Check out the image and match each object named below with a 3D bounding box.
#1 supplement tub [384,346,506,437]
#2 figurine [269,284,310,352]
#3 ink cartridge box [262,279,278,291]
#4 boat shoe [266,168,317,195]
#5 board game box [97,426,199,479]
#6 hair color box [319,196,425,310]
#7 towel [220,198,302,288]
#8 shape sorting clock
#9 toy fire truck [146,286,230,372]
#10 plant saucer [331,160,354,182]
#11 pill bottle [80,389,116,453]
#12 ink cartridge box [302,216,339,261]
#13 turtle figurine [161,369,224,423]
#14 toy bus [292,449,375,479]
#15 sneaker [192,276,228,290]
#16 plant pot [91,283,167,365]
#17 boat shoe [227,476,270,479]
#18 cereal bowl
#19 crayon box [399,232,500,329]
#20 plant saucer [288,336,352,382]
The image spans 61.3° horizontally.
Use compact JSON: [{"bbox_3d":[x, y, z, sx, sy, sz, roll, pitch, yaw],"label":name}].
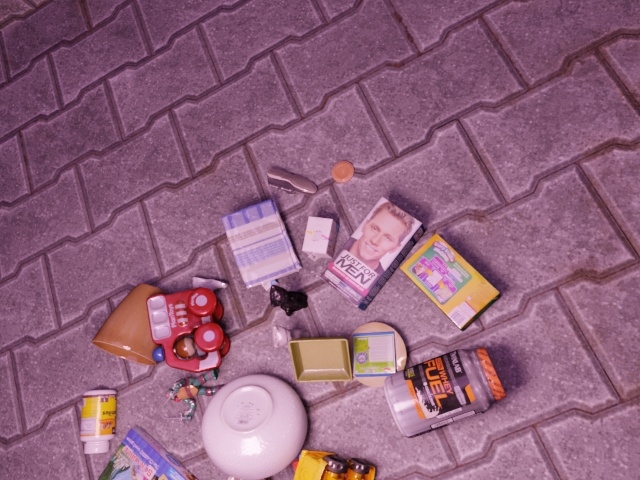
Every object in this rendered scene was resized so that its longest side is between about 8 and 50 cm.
[{"bbox_3d":[0.363,0.440,1.588,0.316,0.193,0.193,-24,69,10],"label":"supplement tub"},{"bbox_3d":[-0.113,0.261,1.786,0.093,0.209,0.214,-10,73,16],"label":"figurine"},{"bbox_3d":[-0.197,0.137,1.947,0.048,0.028,0.083,-43,67,2],"label":"ink cartridge box"},{"bbox_3d":[-0.107,-0.203,2.008,0.206,0.075,0.064,23,126,17],"label":"boat shoe"},{"bbox_3d":[-0.619,0.873,1.860,0.319,0.066,0.317,30,86,23],"label":"board game box"},{"bbox_3d":[0.175,0.045,1.809,0.174,0.105,0.347,37,88,23],"label":"hair color box"},{"bbox_3d":[-0.213,0.011,1.927,0.210,0.034,0.284,-21,81,-8],"label":"towel"},{"bbox_3d":[0.179,0.369,1.751,0.207,0.040,0.206,-7,74,23],"label":"shape sorting clock"},{"bbox_3d":[-0.460,0.313,1.871,0.254,0.169,0.301,-13,69,-6],"label":"toy fire truck"},{"bbox_3d":[0.081,-0.251,1.972,0.084,0.013,0.083,-5,73,18],"label":"plant saucer"},{"bbox_3d":[-0.803,0.653,1.955,0.118,0.117,0.214,-8,73,16],"label":"pill bottle"},{"bbox_3d":[0.000,0.000,1.886,0.090,0.092,0.143,7,79,19],"label":"ink cartridge box"},{"bbox_3d":[-0.455,0.524,1.866,0.234,0.175,0.118,-20,39,1],"label":"turtle figurine"},{"bbox_3d":[0.022,0.714,1.649,0.212,0.220,0.149,8,80,54],"label":"toy bus"},{"bbox_3d":[-0.408,0.169,2.000,0.152,0.054,0.061,2,85,25],"label":"sneaker"},{"bbox_3d":[-0.661,0.295,1.967,0.237,0.237,0.254,8,64,20],"label":"plant pot"},{"bbox_3d":[-0.221,0.766,1.732,0.117,0.123,0.324,21,84,20],"label":"boat shoe"},{"bbox_3d":[-0.215,0.559,1.698,0.340,0.141,0.338,-4,45,4],"label":"cereal bowl"},{"bbox_3d":[0.409,0.131,1.720,0.165,0.081,0.278,-44,67,2],"label":"crayon box"},{"bbox_3d":[0.002,0.376,1.748,0.189,0.188,0.045,-4,33,7],"label":"plant saucer"}]
